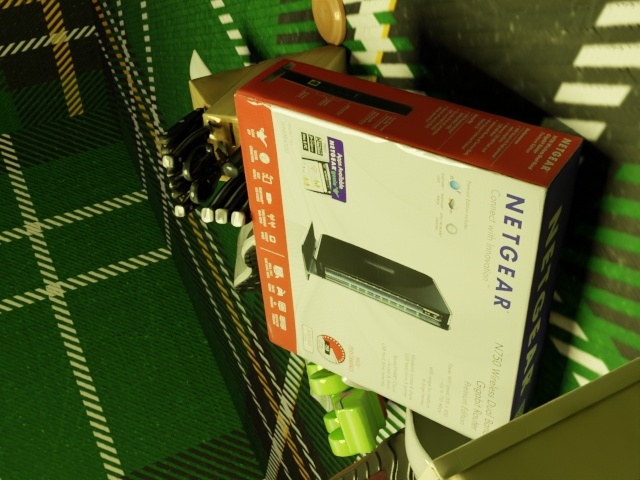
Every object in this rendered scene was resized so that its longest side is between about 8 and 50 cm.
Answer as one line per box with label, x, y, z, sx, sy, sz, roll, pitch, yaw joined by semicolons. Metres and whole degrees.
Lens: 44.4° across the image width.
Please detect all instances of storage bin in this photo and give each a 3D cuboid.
storage bin;0.188;0.188;0.541;0.123;0.262;0.260;60;159;25

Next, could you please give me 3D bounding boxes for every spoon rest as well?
spoon rest;0.121;0.204;0.881;0.084;0.137;0.276;-62;35;10

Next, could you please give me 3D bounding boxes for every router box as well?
router box;0.074;0.017;0.772;0.301;0.082;0.335;21;136;28

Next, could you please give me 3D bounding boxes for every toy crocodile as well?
toy crocodile;0.047;0.224;1.131;0.340;0.105;0.115;176;76;-88

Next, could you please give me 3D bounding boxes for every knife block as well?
knife block;-0.052;-0.119;0.899;0.242;0.276;0.088;-127;25;-50

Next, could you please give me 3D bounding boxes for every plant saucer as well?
plant saucer;0.009;-0.287;0.991;0.083;0.013;0.083;55;156;39

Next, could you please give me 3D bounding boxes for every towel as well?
towel;0.011;0.304;1.578;0.152;0.023;0.113;40;145;58

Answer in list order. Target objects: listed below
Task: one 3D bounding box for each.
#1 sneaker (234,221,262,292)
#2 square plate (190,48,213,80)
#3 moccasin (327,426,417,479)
sneaker;-0.127;0.029;1.613;0.271;0.100;0.108;110;151;-58
square plate;-0.098;-0.094;1.277;0.344;0.049;0.347;57;176;40
moccasin;0.139;0.335;1.047;0.380;0.147;0.139;-53;40;47
